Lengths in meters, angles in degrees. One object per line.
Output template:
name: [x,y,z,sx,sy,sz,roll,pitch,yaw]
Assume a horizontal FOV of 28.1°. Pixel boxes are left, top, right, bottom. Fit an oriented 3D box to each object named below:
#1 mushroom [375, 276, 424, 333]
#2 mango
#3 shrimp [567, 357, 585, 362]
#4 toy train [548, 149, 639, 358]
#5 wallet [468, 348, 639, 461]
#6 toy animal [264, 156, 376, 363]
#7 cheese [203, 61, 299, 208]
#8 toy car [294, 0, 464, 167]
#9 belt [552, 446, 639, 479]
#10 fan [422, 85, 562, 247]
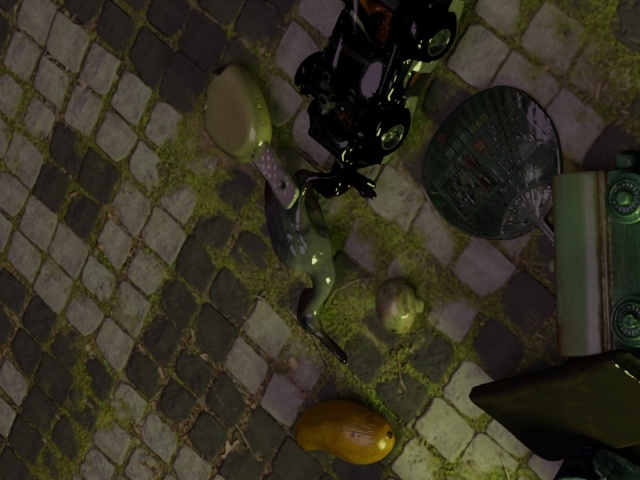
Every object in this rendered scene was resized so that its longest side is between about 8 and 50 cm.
mushroom: [0.115,0.095,1.877,0.083,0.067,0.084,175,90,-71]
mango: [0.036,0.294,1.979,0.190,0.075,0.098,0,96,42]
shrimp: [0.367,0.154,1.718,0.065,0.056,0.165,33,116,14]
toy train: [0.369,0.030,1.633,0.177,0.116,0.286,-4,87,41]
wallet: [0.341,0.217,1.675,0.165,0.042,0.309,36,150,-15]
toy animal: [-0.019,0.006,1.929,0.195,0.090,0.324,22,110,35]
cheese: [-0.103,-0.148,1.938,0.127,0.050,0.255,-53,55,35]
toy car: [0.075,-0.249,1.786,0.193,0.118,0.301,40,123,30]
belt: [0.383,0.361,1.718,0.141,0.082,0.190,-12,116,41]
fan: [0.245,-0.061,1.778,0.223,0.012,0.294,-14,93,37]
